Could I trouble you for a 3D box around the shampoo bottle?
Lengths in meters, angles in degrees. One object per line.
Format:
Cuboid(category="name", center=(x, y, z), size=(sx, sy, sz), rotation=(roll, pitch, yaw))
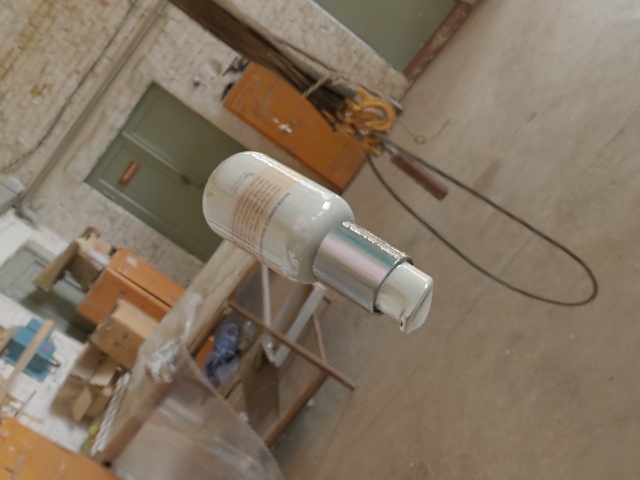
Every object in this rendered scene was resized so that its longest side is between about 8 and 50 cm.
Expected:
Cuboid(category="shampoo bottle", center=(0.000, 0.000, 0.564), size=(0.074, 0.192, 0.074), rotation=(-40, -34, -34))
